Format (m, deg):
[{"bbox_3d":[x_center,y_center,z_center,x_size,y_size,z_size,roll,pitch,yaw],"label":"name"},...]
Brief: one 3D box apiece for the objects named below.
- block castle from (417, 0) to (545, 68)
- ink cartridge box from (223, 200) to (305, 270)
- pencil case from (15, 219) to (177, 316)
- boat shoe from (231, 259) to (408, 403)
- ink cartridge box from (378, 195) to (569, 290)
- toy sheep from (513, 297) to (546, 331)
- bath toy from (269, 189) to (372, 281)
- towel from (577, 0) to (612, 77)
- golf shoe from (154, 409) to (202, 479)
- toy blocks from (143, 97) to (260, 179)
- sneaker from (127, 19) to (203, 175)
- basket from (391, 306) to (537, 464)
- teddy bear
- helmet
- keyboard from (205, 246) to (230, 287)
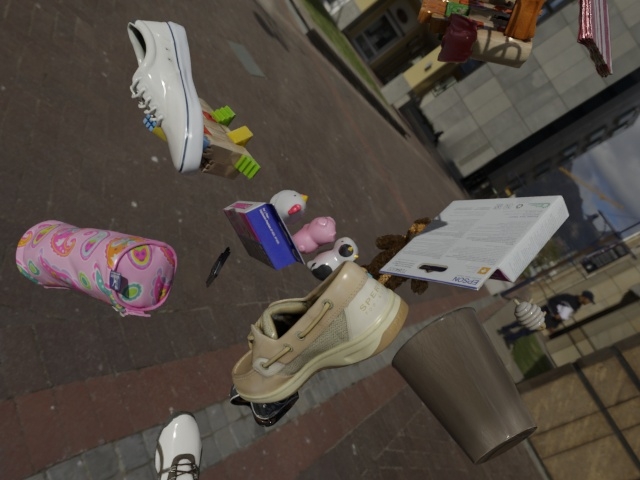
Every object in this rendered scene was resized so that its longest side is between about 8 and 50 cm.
[{"bbox_3d":[0.331,-0.556,0.880,0.213,0.303,0.453,14,43,6],"label":"block castle"},{"bbox_3d":[-0.167,-0.019,1.225,0.175,0.069,0.371,63,-20,-16],"label":"ink cartridge box"},{"bbox_3d":[-0.359,0.040,0.705,0.124,0.284,0.124,-24,118,-55],"label":"pencil case"},{"bbox_3d":[-0.034,0.114,0.539,0.098,0.302,0.109,44,44,-11],"label":"boat shoe"},{"bbox_3d":[0.354,0.014,1.063,0.071,0.330,0.324,57,-22,-20],"label":"ink cartridge box"},{"bbox_3d":[0.673,0.239,1.429,0.132,0.091,0.091,45,18,9],"label":"toy sheep"},{"bbox_3d":[0.000,0.000,1.226,0.348,0.151,0.129,50,-19,-18],"label":"bath toy"},{"bbox_3d":[0.768,-0.616,1.240,0.329,0.037,0.236,3,86,-49],"label":"towel"},{"bbox_3d":[-0.207,0.363,0.668,0.077,0.094,0.198,12,71,-35],"label":"golf shoe"},{"bbox_3d":[-0.382,-0.328,1.296,0.381,0.190,0.261,50,19,21],"label":"toy blocks"},{"bbox_3d":[-0.246,-0.221,0.688,0.091,0.094,0.258,-6,75,-32],"label":"sneaker"},{"bbox_3d":[0.271,0.276,0.824,0.154,0.204,0.226,27,26,-47],"label":"basket"},{"bbox_3d":[0.250,0.070,1.418,0.113,0.338,0.245,28,49,-38],"label":"teddy bear"},{"bbox_3d":[-0.161,0.420,1.232,0.161,0.169,0.169,44,15,21],"label":"helmet"},{"bbox_3d":[-0.283,0.068,1.227,0.023,0.180,0.108,31,67,-12],"label":"keyboard"}]
